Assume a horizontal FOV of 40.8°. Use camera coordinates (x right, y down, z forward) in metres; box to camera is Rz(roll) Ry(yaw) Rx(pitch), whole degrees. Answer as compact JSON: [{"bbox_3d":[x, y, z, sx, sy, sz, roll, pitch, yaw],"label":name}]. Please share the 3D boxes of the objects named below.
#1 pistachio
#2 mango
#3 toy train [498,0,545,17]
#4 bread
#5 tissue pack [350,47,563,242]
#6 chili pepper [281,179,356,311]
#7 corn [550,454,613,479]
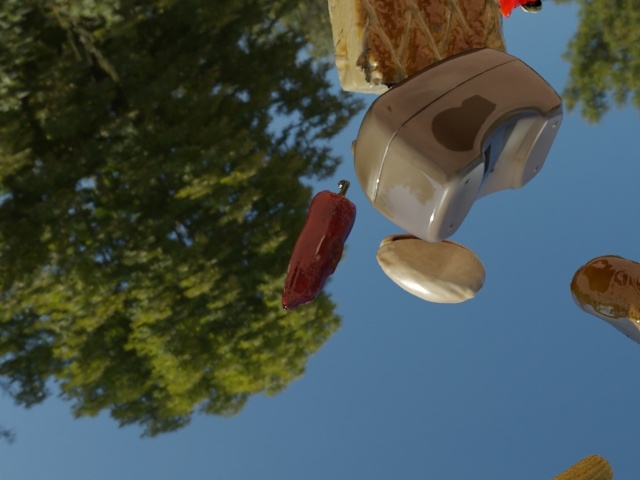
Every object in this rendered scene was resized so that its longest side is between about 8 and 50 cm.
[{"bbox_3d":[0.317,0.074,2.475,0.318,0.214,0.193,20,-142,-1],"label":"pistachio"},{"bbox_3d":[0.589,0.117,1.646,0.156,0.151,0.248,-11,-145,-24],"label":"mango"},{"bbox_3d":[0.359,-0.453,1.412,0.204,0.131,0.082,-31,166,-31],"label":"toy train"},{"bbox_3d":[0.217,-0.540,2.046,0.371,0.390,0.279,-9,178,-9],"label":"bread"},{"bbox_3d":[0.250,-0.201,1.645,0.387,0.267,0.277,-33,-115,-29],"label":"tissue pack"},{"bbox_3d":[0.000,0.000,1.880,0.110,0.110,0.387,-2,-129,37],"label":"chili pepper"},{"bbox_3d":[0.491,0.495,1.704,0.203,0.072,0.072,-27,-155,-13],"label":"corn"}]
